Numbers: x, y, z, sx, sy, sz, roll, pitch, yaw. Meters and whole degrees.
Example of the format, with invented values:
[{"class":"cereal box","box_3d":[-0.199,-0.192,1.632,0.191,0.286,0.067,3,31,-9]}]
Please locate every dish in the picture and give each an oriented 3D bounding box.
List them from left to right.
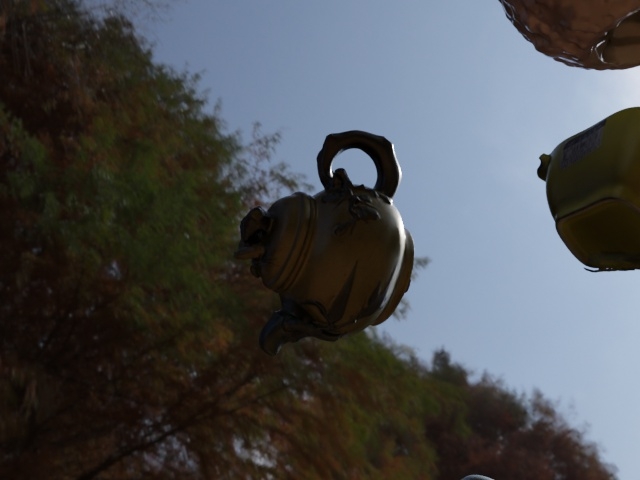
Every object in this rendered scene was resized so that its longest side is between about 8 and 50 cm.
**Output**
[{"class":"dish","box_3d":[0.370,-0.034,1.013,0.108,0.262,0.221,-44,-75,-27]}]

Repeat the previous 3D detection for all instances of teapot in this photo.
[{"class":"teapot","box_3d":[0.000,0.000,0.911,0.182,0.173,0.270,18,-97,-18]}]

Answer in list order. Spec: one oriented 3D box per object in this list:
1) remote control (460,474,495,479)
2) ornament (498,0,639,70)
[{"class":"remote control","box_3d":[0.167,0.337,0.737,0.038,0.090,0.310,-32,-56,-38]},{"class":"ornament","box_3d":[0.270,-0.282,0.722,0.259,0.225,0.259,-13,-14,-3]}]
